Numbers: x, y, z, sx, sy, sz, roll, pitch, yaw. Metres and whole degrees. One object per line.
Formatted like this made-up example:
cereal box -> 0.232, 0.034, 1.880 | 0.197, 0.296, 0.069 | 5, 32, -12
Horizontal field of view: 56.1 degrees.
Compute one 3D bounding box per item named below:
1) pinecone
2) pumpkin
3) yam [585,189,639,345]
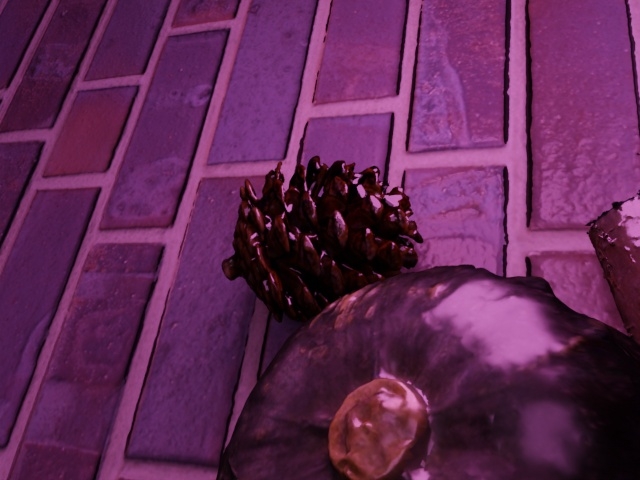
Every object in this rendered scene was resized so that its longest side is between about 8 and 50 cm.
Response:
pinecone -> 0.000, 0.000, 0.799 | 0.272, 0.224, 0.224 | -12, 58, -2
pumpkin -> 0.121, 0.239, 0.544 | 0.454, 0.344, 0.455 | -19, 44, 20
yam -> 0.399, 0.074, 0.674 | 0.131, 0.131, 0.280 | -14, 59, 11
